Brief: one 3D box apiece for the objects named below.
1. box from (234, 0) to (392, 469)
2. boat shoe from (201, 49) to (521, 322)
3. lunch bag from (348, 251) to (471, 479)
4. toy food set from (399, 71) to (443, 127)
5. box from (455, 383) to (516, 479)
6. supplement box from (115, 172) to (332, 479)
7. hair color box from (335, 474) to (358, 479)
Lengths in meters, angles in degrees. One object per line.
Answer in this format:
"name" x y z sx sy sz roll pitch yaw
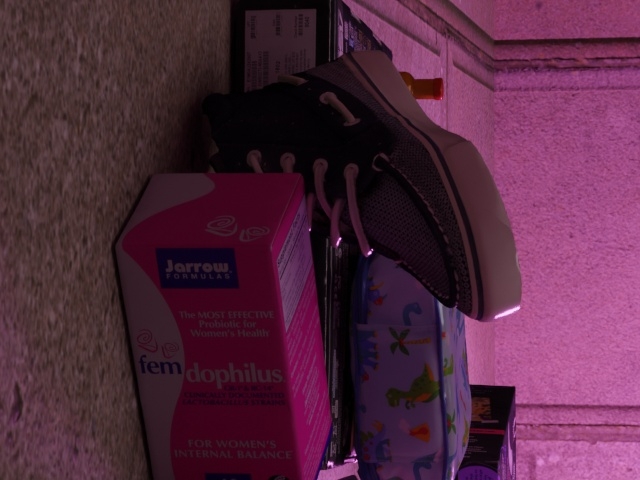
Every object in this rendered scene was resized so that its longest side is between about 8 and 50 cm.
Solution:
"box" 0.000 0.000 1.734 0.318 0.097 0.395 12 78 -77
"boat shoe" 0.019 -0.028 1.413 0.340 0.158 0.127 -125 -157 -61
"lunch bag" 0.080 0.096 1.667 0.176 0.090 0.219 -62 150 -64
"toy food set" 0.078 -0.062 2.096 0.111 0.104 0.232 67 26 -63
"box" 0.164 0.295 2.428 0.270 0.143 0.165 -55 145 -72
"supplement box" -0.064 0.072 1.366 0.114 0.111 0.220 -69 155 -60
"hair color box" -0.001 0.241 1.612 0.167 0.093 0.053 -170 -117 -87
